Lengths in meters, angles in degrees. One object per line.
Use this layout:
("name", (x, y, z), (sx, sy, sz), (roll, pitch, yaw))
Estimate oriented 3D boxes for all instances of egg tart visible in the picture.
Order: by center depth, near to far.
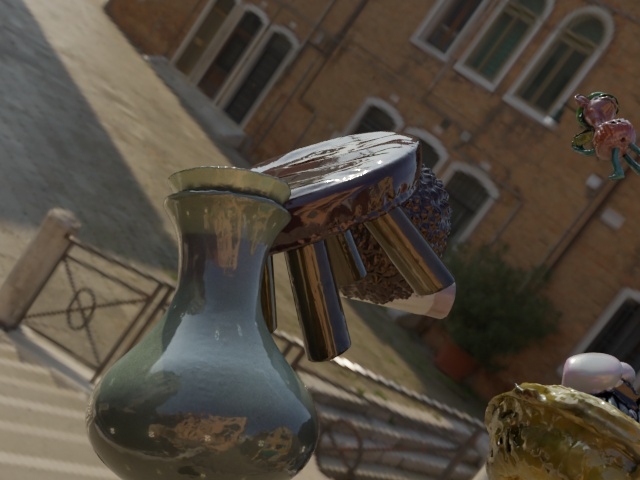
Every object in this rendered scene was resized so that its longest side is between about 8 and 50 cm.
("egg tart", (0.260, 0.259, 0.903), (0.279, 0.095, 0.279), (38, -32, 29))

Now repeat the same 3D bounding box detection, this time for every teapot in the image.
("teapot", (-0.087, 0.073, 0.739), (0.183, 0.251, 0.183), (4, -14, 1))

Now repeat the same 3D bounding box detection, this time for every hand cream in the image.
("hand cream", (0.123, 0.072, 1.690), (0.248, 0.083, 0.133), (16, 47, -16))

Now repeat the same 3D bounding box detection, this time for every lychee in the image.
("lychee", (0.089, -0.016, 1.465), (0.267, 0.267, 0.267), (34, 11, -7))

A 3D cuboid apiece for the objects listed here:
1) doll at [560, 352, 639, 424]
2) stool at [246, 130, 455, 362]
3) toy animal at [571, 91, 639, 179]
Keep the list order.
("doll", (0.432, 0.283, 1.101), (0.310, 0.284, 0.240), (10, -33, 12))
("stool", (0.000, 0.000, 1.020), (0.272, 0.272, 0.178), (-104, 176, -74))
("toy animal", (0.465, -0.163, 1.490), (0.100, 0.103, 0.208), (25, 30, -30))
